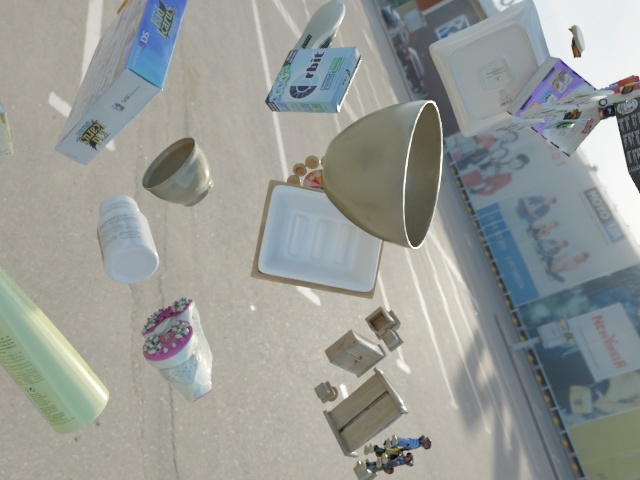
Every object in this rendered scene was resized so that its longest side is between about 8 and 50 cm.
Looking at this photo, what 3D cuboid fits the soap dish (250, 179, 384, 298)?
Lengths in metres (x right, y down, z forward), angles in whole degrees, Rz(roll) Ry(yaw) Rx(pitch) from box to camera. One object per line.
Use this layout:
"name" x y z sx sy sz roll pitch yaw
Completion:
"soap dish" 0.000 0.000 1.269 0.118 0.290 0.229 163 -62 -82

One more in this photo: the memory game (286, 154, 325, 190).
"memory game" 0.005 -0.137 1.379 0.186 0.186 0.012 57 23 -31

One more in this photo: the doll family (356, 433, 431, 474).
"doll family" 0.171 0.484 1.228 0.111 0.193 0.076 18 57 -25

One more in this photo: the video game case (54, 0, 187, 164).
"video game case" -0.309 -0.285 0.863 0.061 0.244 0.269 28 51 -34

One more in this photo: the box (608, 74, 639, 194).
"box" 0.759 -0.217 1.270 0.216 0.060 0.270 36 49 -39

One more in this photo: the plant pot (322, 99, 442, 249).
"plant pot" 0.116 -0.134 1.077 0.284 0.191 0.284 8 90 -66

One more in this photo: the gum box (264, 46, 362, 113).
"gum box" -0.017 -0.364 1.228 0.041 0.184 0.157 46 61 -51

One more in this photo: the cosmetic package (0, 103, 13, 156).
"cosmetic package" -0.648 -0.225 1.073 0.041 0.115 0.060 -26 68 -35

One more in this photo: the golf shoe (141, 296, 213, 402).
"golf shoe" -0.272 0.207 1.054 0.140 0.115 0.306 63 -6 -16

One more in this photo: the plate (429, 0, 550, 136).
"plate" 0.462 -0.440 1.424 0.278 0.277 0.045 63 24 -17

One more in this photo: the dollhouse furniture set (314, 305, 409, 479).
"dollhouse furniture set" 0.176 0.416 1.464 0.174 0.303 0.355 36 16 -47

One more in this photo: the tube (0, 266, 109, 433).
"tube" -0.284 0.077 0.500 0.062 0.070 0.240 -114 180 -63

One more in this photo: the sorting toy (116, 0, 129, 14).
"sorting toy" -0.450 -0.670 1.405 0.196 0.347 0.047 34 50 -13

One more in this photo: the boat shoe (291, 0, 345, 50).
"boat shoe" -0.005 -0.546 1.466 0.078 0.219 0.070 53 24 24

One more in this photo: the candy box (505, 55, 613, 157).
"candy box" 0.600 -0.333 1.359 0.196 0.165 0.070 31 18 -15

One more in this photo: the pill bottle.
"pill bottle" -0.507 -0.010 1.402 0.131 0.131 0.229 47 9 -49

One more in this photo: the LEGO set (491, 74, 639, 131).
"LEGO set" 0.429 -0.229 0.882 0.182 0.244 0.060 164 -82 -65

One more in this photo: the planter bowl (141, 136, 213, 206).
"planter bowl" -0.322 -0.148 1.275 0.109 0.162 0.162 49 24 -37

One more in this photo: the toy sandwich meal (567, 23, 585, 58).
"toy sandwich meal" 0.655 -0.512 1.390 0.085 0.029 0.086 16 68 -45
